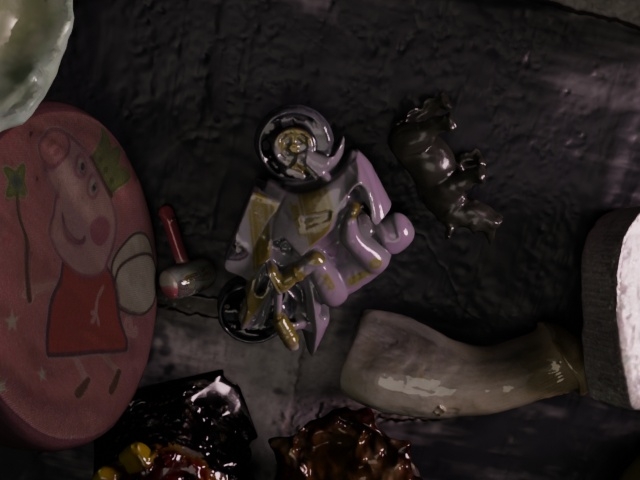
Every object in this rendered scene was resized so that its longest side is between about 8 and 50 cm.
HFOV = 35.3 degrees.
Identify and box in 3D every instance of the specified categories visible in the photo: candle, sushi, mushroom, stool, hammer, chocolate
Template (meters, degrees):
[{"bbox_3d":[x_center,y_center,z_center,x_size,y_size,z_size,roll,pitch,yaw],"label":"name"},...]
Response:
[{"bbox_3d":[0.291,0.070,0.839,0.192,0.068,0.168,41,80,-12],"label":"candle"},{"bbox_3d":[-0.137,0.244,0.931,0.153,0.150,0.172,-14,112,9],"label":"sushi"},{"bbox_3d":[0.130,0.114,0.894,0.223,0.092,0.081,2,148,6],"label":"mushroom"},{"bbox_3d":[-0.262,0.030,0.800,0.178,0.272,0.272,-4,114,19],"label":"stool"},{"bbox_3d":[-0.126,0.009,0.892,0.031,0.052,0.083,-14,95,48],"label":"hammer"},{"bbox_3d":[0.030,0.240,0.890,0.224,0.206,0.177,-7,111,7],"label":"chocolate"}]

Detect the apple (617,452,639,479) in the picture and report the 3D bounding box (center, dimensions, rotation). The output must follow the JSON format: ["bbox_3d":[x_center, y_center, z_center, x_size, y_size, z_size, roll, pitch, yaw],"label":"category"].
[{"bbox_3d":[0.409,0.312,0.880,0.258,0.233,0.295,-36,108,22],"label":"apple"}]

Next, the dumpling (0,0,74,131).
[{"bbox_3d":[-0.339,-0.186,0.681,0.320,0.212,0.270,39,106,-23],"label":"dumpling"}]

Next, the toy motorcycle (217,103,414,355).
[{"bbox_3d":[0.000,0.000,0.858,0.152,0.073,0.225,13,113,-5],"label":"toy motorcycle"}]

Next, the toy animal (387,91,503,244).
[{"bbox_3d":[0.109,-0.051,0.843,0.065,0.047,0.136,-28,111,20],"label":"toy animal"}]
